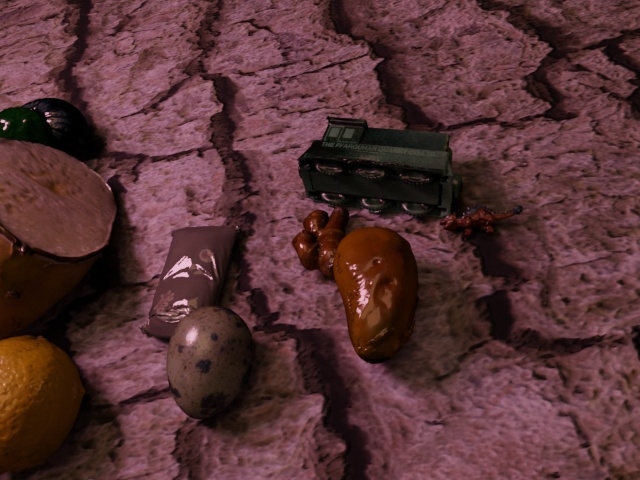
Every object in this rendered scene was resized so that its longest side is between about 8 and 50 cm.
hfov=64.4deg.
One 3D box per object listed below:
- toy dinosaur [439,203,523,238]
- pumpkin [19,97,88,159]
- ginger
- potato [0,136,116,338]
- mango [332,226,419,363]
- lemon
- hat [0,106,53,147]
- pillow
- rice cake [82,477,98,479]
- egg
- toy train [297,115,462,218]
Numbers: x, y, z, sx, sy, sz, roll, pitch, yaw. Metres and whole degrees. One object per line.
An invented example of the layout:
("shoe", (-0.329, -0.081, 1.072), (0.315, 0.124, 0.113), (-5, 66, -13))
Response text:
("toy dinosaur", (0.300, -0.040, 0.951), (0.154, 0.049, 0.055), (-11, 50, 11))
("pumpkin", (-0.680, -0.259, 1.268), (0.201, 0.140, 0.202), (-3, 70, 9))
("ginger", (0.000, 0.000, 0.977), (0.103, 0.073, 0.162), (10, 51, 3))
("potato", (-0.616, 0.008, 1.009), (0.296, 0.289, 0.397), (-45, 38, 14))
("mango", (0.091, 0.082, 0.846), (0.155, 0.151, 0.249), (21, 52, -15))
("lemon", (-0.491, 0.261, 0.824), (0.192, 0.192, 0.231), (-2, 57, 11))
("hat", (-0.755, -0.115, 1.084), (0.399, 0.285, 0.285), (-27, 54, -1))
("pillow", (-0.255, 0.070, 0.990), (0.168, 0.059, 0.255), (-3, 55, 14))
("rice cake", (-0.378, 0.509, 0.702), (0.066, 0.063, 0.337), (7, 57, 13))
("egg", (-0.181, 0.198, 0.833), (0.141, 0.141, 0.182), (4, 73, 15))
("toy train", (0.121, -0.154, 1.020), (0.329, 0.139, 0.178), (8, 53, 17))
